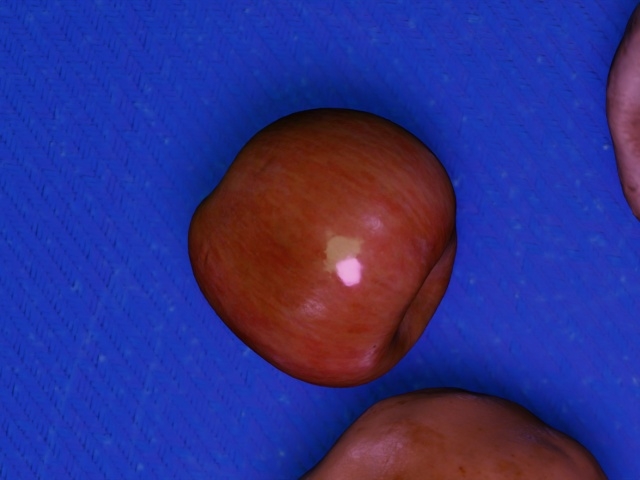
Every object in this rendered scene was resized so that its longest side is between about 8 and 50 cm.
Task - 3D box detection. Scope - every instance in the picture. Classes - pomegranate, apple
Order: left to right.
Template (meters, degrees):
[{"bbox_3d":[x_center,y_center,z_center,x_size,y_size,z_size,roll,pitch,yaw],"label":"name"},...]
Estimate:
[{"bbox_3d":[0.000,0.000,1.743,0.264,0.264,0.264,0,90,8],"label":"apple"},{"bbox_3d":[0.119,0.301,1.700,0.332,0.332,0.332,0,90,8],"label":"pomegranate"}]

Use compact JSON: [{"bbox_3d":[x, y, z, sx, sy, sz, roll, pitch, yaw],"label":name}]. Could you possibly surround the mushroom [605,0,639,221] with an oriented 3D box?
[{"bbox_3d":[0.415,-0.100,1.658,0.352,0.260,0.352,13,112,34],"label":"mushroom"}]
